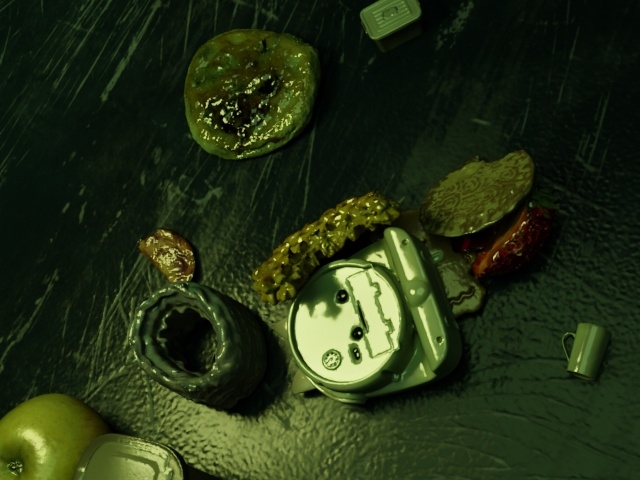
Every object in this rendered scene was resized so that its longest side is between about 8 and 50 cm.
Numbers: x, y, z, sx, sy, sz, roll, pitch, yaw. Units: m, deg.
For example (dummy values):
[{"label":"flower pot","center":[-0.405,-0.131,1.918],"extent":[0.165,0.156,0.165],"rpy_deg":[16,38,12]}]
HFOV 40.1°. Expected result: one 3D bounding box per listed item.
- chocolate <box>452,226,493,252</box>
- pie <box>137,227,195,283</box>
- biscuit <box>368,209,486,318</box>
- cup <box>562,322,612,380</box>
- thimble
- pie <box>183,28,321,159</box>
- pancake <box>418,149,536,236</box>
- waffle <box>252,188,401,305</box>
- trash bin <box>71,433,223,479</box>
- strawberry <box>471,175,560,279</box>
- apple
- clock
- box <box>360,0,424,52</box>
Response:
[{"label":"chocolate","center":[0.288,-0.056,1.548],"extent":[0.086,0.028,0.182],"rpy_deg":[-4,49,54]},{"label":"pie","center":[-0.301,0.032,1.749],"extent":[0.170,0.034,0.092],"rpy_deg":[40,90,28]},{"label":"biscuit","center":[0.188,0.043,1.574],"extent":[0.184,0.035,0.248],"rpy_deg":[-29,63,6]},{"label":"cup","center":[0.427,0.178,1.428],"extent":[0.075,0.054,0.083],"rpy_deg":[16,78,23]},{"label":"thimble","center":[-0.223,0.190,1.586],"extent":[0.205,0.172,0.236],"rpy_deg":[-37,64,6]},{"label":"pie","center":[-0.149,-0.308,1.809],"extent":[0.323,0.070,0.323],"rpy_deg":[-6,70,18]},{"label":"pancake","center":[0.271,-0.083,1.533],"extent":[0.212,0.029,0.235],"rpy_deg":[-50,29,-19]},{"label":"waffle","center":[0.000,0.000,1.547],"extent":[0.293,0.260,0.069],"rpy_deg":[-36,101,-8]},{"label":"trash bin","center":[-0.277,0.453,1.458],"extent":[0.219,0.250,0.219],"rpy_deg":[9,73,23]},{"label":"strawberry","center":[0.343,-0.011,1.499],"extent":[0.085,0.140,0.192],"rpy_deg":[34,61,-11]},{"label":"apple","center":[-0.493,0.407,1.583],"extent":[0.261,0.194,0.260],"rpy_deg":[-6,71,17]},{"label":"clock","center":[0.065,0.150,1.517],"extent":[0.324,0.109,0.265],"rpy_deg":[-26,68,18]},{"label":"box","center":[0.148,-0.436,1.753],"extent":[0.122,0.069,0.084],"rpy_deg":[-25,62,8]}]
